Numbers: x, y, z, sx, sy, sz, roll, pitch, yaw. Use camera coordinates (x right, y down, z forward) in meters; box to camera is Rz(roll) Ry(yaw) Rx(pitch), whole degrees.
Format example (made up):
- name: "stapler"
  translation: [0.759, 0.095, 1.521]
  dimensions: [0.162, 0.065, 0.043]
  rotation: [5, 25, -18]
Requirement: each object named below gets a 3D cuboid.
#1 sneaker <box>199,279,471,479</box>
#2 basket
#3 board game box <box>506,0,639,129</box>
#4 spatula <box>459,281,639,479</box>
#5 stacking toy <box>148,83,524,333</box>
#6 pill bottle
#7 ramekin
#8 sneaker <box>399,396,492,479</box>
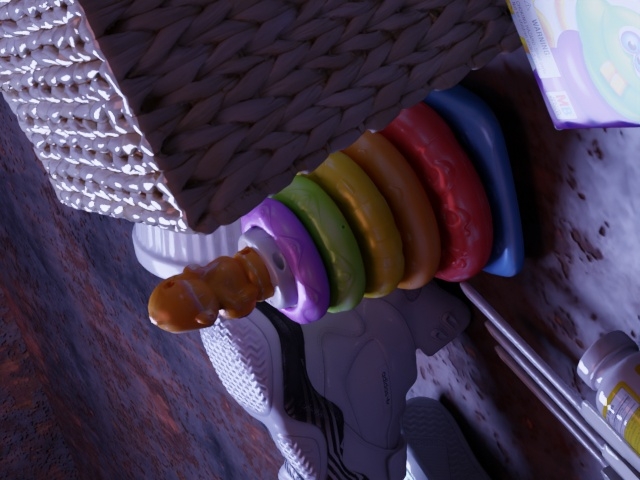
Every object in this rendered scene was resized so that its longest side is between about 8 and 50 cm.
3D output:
- name: "sneaker"
  translation: [0.051, 0.150, 1.429]
  dimensions: [0.137, 0.210, 0.365]
  rotation: [28, 150, 56]
- name: "basket"
  translation: [-0.075, -0.196, 1.137]
  dimensions: [0.331, 0.328, 0.266]
  rotation: [8, 127, 64]
- name: "board game box"
  translation: [0.221, -0.145, 0.761]
  dimensions: [0.275, 0.144, 0.142]
  rotation: [7, 122, 66]
- name: "spatula"
  translation: [0.200, 0.141, 1.259]
  dimensions: [0.242, 0.019, 0.168]
  rotation: [47, 175, 35]
- name: "stacking toy"
  translation: [0.000, 0.000, 1.216]
  dimensions: [0.175, 0.302, 0.165]
  rotation: [33, 144, 50]
- name: "pill bottle"
  translation: [0.243, 0.120, 1.133]
  dimensions: [0.116, 0.065, 0.065]
  rotation: [48, 155, 33]
- name: "ramekin"
  translation: [-0.083, -0.049, 1.496]
  dimensions: [0.207, 0.207, 0.109]
  rotation: [33, 135, 51]
- name: "sneaker"
  translation: [0.131, 0.295, 1.548]
  dimensions: [0.256, 0.094, 0.151]
  rotation: [64, 155, 23]
